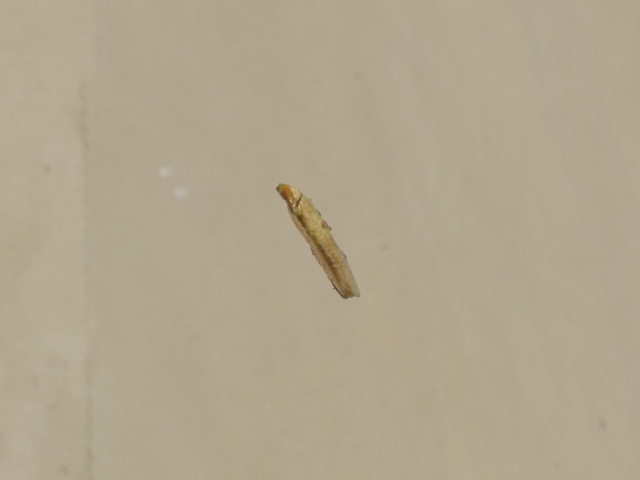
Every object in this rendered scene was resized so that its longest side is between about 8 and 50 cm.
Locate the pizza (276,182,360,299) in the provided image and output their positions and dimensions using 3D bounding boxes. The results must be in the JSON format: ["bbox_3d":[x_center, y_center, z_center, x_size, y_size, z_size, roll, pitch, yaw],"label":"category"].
[{"bbox_3d":[0.000,0.000,1.042,0.083,0.016,0.037,58,-13,-13],"label":"pizza"}]
